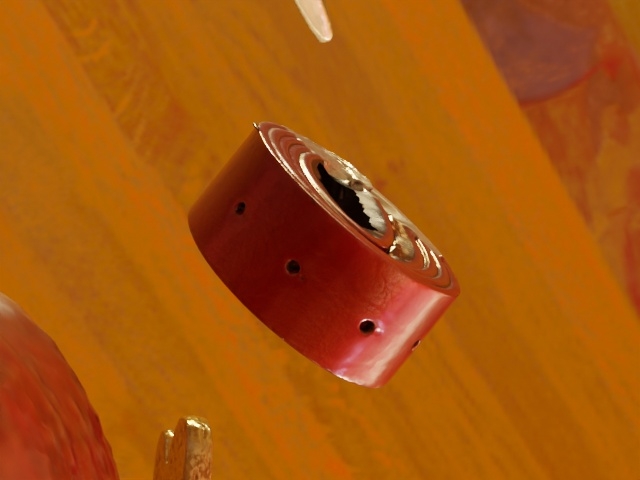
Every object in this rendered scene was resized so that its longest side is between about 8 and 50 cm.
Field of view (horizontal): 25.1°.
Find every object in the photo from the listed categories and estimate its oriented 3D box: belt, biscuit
[{"bbox_3d":[0.000,0.000,1.273,0.227,0.324,0.115,37,100,-18],"label":"belt"},{"bbox_3d":[-0.107,0.213,1.031,0.035,0.240,0.158,8,48,-15],"label":"biscuit"}]

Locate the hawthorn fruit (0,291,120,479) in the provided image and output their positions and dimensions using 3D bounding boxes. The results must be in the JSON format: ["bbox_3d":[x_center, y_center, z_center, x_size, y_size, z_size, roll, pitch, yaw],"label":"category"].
[{"bbox_3d":[-0.187,0.171,0.488,0.285,0.285,0.369,-28,100,-37],"label":"hawthorn fruit"}]

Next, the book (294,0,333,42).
[{"bbox_3d":[-0.061,-0.341,1.129,0.352,0.035,0.239,-103,167,-46],"label":"book"}]
